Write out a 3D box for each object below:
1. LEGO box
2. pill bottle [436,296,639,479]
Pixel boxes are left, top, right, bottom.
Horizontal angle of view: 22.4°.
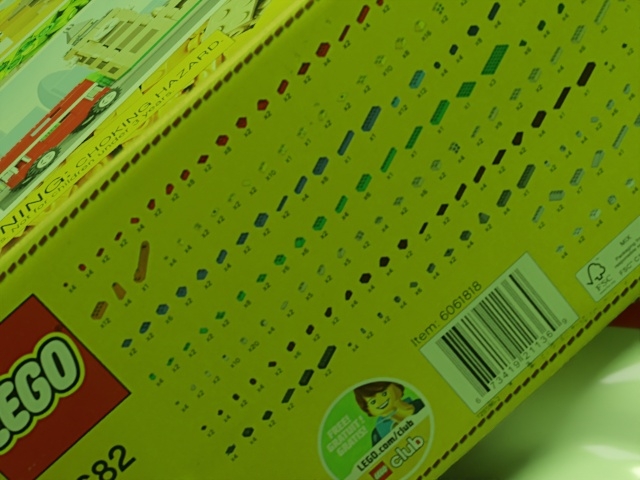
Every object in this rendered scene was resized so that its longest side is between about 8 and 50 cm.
[{"bbox_3d":[-0.012,-0.067,0.752,0.500,0.193,0.372,-42,24,-3],"label":"LEGO box"},{"bbox_3d":[0.159,0.071,0.762,0.210,0.210,0.363,-4,39,25],"label":"pill bottle"}]
